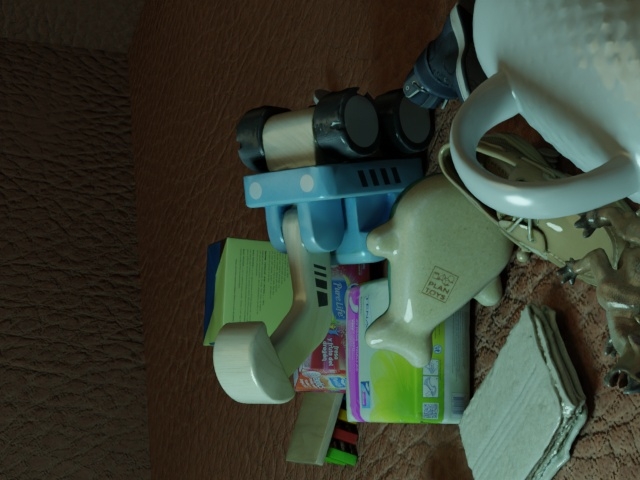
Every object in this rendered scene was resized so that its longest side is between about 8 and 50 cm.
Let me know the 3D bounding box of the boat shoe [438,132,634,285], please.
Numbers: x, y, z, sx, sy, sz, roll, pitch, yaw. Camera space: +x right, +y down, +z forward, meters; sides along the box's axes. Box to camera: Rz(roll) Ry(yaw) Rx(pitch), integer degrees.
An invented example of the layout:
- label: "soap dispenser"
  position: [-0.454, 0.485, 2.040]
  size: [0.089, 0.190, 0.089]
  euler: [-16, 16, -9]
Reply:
- label: "boat shoe"
  position: [0.267, -0.037, 1.662]
  size: [0.341, 0.110, 0.122]
  euler: [42, 125, 52]

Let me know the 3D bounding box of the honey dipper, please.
- label: "honey dipper"
  position: [0.287, -0.044, 1.775]
  size: [0.030, 0.030, 0.161]
  euler: [-126, 40, -61]

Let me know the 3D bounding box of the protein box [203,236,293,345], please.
- label: "protein box"
  position: [-0.107, 0.106, 2.553]
  size: [0.136, 0.201, 0.200]
  euler: [162, 111, -68]

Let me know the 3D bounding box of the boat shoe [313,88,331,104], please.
- label: "boat shoe"
  position: [0.016, -0.240, 2.524]
  size: [0.142, 0.049, 0.040]
  euler: [-117, 36, -51]

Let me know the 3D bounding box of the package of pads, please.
- label: "package of pads"
  position: [0.131, 0.165, 2.042]
  size: [0.296, 0.101, 0.229]
  euler: [163, 109, -68]

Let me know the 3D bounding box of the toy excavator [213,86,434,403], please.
- label: "toy excavator"
  position: [0.000, 0.000, 2.053]
  size: [0.222, 0.433, 0.445]
  euler: [-7, 92, 41]

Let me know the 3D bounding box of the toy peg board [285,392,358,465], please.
- label: "toy peg board"
  position: [0.020, 0.328, 2.369]
  size: [0.161, 0.079, 0.161]
  euler: [-18, 53, 68]

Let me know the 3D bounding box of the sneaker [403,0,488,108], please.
- label: "sneaker"
  position: [0.196, -0.225, 1.954]
  size: [0.163, 0.086, 0.226]
  euler: [-51, 28, 40]

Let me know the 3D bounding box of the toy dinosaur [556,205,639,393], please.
- label: "toy dinosaur"
  position: [0.368, 0.032, 1.418]
  size: [0.200, 0.127, 0.296]
  euler: [5, 74, 60]

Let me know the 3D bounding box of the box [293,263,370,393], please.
- label: "box"
  position: [0.019, 0.122, 2.278]
  size: [0.128, 0.122, 0.257]
  euler: [108, 163, -64]

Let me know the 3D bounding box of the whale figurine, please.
- label: "whale figurine"
  position: [0.153, 0.035, 1.861]
  size: [0.272, 0.216, 0.141]
  euler: [-66, 16, 4]

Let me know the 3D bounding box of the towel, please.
- label: "towel"
  position: [0.263, 0.234, 1.748]
  size: [0.282, 0.049, 0.187]
  euler: [113, 154, -43]

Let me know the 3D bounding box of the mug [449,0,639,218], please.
- label: "mug"
  position: [0.301, -0.148, 1.295]
  size: [0.328, 0.374, 0.276]
  euler: [57, 175, 49]
